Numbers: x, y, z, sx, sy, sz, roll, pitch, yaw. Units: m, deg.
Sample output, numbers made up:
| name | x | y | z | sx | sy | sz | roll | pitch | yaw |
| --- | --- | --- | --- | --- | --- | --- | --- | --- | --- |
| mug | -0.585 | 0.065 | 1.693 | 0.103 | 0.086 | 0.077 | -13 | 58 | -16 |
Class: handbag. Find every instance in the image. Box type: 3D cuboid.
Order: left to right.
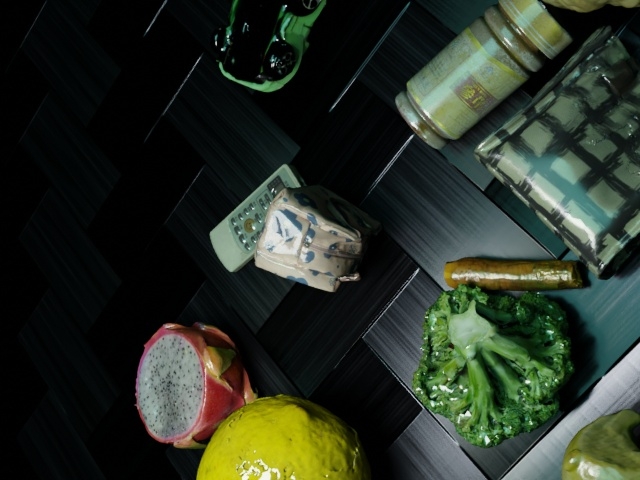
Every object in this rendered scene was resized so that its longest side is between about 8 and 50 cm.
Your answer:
| name | x | y | z | sx | sy | sz | roll | pitch | yaw |
| --- | --- | --- | --- | --- | --- | --- | --- | --- | --- |
| handbag | 0.000 | 0.000 | 1.651 | 0.193 | 0.251 | 0.190 | 23 | 102 | 14 |
| handbag | 0.493 | -0.154 | 1.412 | 0.327 | 0.162 | 0.325 | -47 | 68 | 12 |

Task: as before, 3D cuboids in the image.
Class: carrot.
| name | x | y | z | sx | sy | sz | roll | pitch | yaw |
| --- | --- | --- | --- | --- | --- | --- | --- | --- | --- |
| carrot | 0.361 | 0.064 | 1.522 | 0.260 | 0.070 | 0.070 | -1 | 86 | 31 |

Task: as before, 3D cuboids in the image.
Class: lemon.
| name | x | y | z | sx | sy | sz | roll | pitch | yaw |
| --- | --- | --- | --- | --- | --- | --- | --- | --- | --- |
| lemon | -0.076 | 0.499 | 1.608 | 0.349 | 0.349 | 0.387 | 25 | 109 | 31 |

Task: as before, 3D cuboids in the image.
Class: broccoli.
| name | x | y | z | sx | sy | sz | roll | pitch | yaw |
| --- | --- | --- | --- | --- | --- | --- | --- | --- | --- |
| broccoli | 0.299 | 0.202 | 1.446 | 0.307 | 0.275 | 0.308 | -19 | 50 | 24 |

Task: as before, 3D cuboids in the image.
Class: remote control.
| name | x | y | z | sx | sy | sz | roll | pitch | yaw |
| --- | --- | --- | --- | --- | --- | --- | --- | --- | --- |
| remote control | -0.141 | -0.048 | 1.862 | 0.285 | 0.038 | 0.123 | -37 | 69 | 24 |

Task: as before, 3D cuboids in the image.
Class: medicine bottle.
| name | x | y | z | sx | sy | sz | roll | pitch | yaw |
| --- | --- | --- | --- | --- | --- | --- | --- | --- | --- |
| medicine bottle | 0.304 | -0.327 | 1.537 | 0.322 | 0.151 | 0.151 | -41 | 67 | 23 |

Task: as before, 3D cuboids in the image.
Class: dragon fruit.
| name | x | y | z | sx | sy | sz | roll | pitch | yaw |
| --- | --- | --- | --- | --- | --- | --- | --- | --- | --- |
| dragon fruit | -0.284 | 0.328 | 1.849 | 0.290 | 0.189 | 0.291 | -8 | 78 | 38 |

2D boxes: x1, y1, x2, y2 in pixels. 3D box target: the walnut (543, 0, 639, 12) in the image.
| name | x | y | z | sx | sy | sz | roll | pitch | yaw |
| --- | --- | --- | --- | --- | --- | --- | --- | --- | --- |
| walnut | 0.477 | -0.522 | 1.371 | 0.282 | 0.276 | 0.253 | 26 | 127 | 57 |

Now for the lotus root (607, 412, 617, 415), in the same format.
| name | x | y | z | sx | sy | sz | roll | pitch | yaw |
| --- | --- | --- | --- | --- | --- | --- | --- | --- | --- |
| lotus root | 0.511 | 0.345 | 1.432 | 0.037 | 0.030 | 0.083 | 29 | 101 | 36 |

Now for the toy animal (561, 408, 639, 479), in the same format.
| name | x | y | z | sx | sy | sz | roll | pitch | yaw |
| --- | --- | --- | --- | --- | --- | --- | --- | --- | --- |
| toy animal | 0.506 | 0.458 | 1.350 | 0.180 | 0.363 | 0.181 | -24 | 31 | -8 |

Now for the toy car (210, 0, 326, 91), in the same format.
| name | x | y | z | sx | sy | sz | roll | pitch | yaw |
| --- | --- | --- | --- | --- | --- | --- | --- | --- | --- |
| toy car | -0.090 | -0.511 | 1.792 | 0.213 | 0.176 | 0.359 | 25 | 103 | 31 |
